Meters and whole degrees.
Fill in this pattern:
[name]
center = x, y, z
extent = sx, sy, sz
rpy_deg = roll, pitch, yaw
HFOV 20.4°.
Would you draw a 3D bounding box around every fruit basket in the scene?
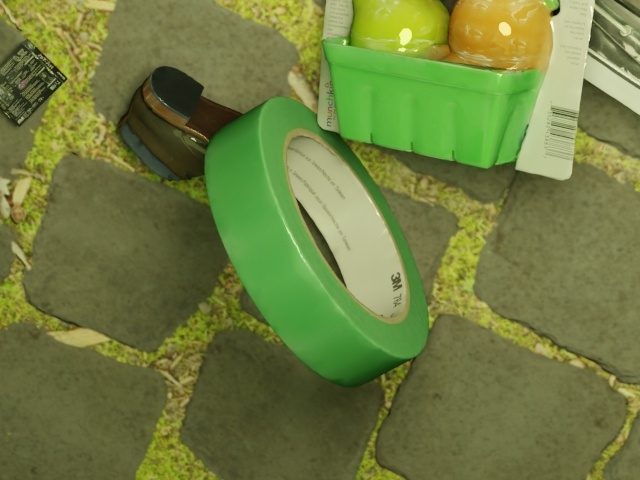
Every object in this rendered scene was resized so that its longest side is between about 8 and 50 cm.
[fruit basket]
center = 0.147, -0.262, 1.864
extent = 0.327, 0.165, 0.353
rpy_deg = 13, 100, 33

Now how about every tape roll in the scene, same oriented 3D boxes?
[tape roll]
center = 0.000, 0.000, 1.929
extent = 0.077, 0.321, 0.321
rpy_deg = -29, 105, 21

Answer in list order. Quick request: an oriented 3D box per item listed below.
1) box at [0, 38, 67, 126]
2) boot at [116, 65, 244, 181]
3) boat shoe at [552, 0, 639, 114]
[box]
center = -0.348, -0.184, 2.085
extent = 0.067, 0.018, 0.083
rpy_deg = 44, 114, -9
[boot]
center = -0.133, -0.103, 2.062
extent = 0.219, 0.082, 0.106
rpy_deg = 42, 136, -12
[boat shoe]
center = 0.380, -0.183, 1.893
extent = 0.306, 0.113, 0.105
rpy_deg = 34, 115, 11
